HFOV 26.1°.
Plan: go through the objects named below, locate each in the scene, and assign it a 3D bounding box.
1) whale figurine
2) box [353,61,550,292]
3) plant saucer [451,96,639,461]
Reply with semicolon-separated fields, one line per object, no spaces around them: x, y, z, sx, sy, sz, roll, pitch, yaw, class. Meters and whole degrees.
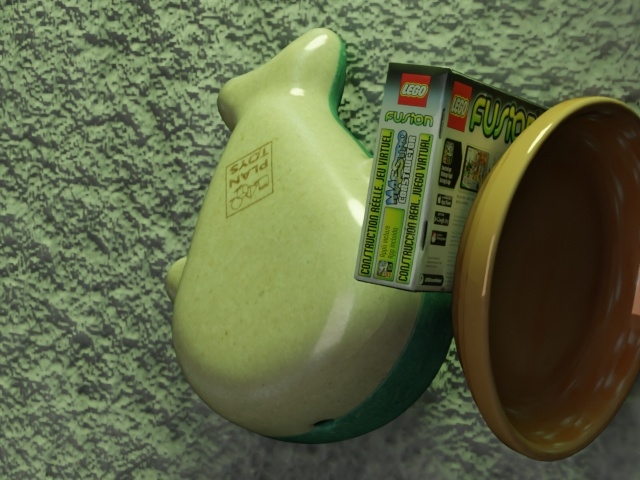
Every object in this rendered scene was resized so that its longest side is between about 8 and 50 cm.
0.000;0.000;0.880;0.216;0.141;0.272;-29;51;29;whale figurine
0.089;-0.027;0.773;0.036;0.207;0.114;10;91;29;box
0.131;0.019;0.758;0.037;0.200;0.200;12;93;38;plant saucer
